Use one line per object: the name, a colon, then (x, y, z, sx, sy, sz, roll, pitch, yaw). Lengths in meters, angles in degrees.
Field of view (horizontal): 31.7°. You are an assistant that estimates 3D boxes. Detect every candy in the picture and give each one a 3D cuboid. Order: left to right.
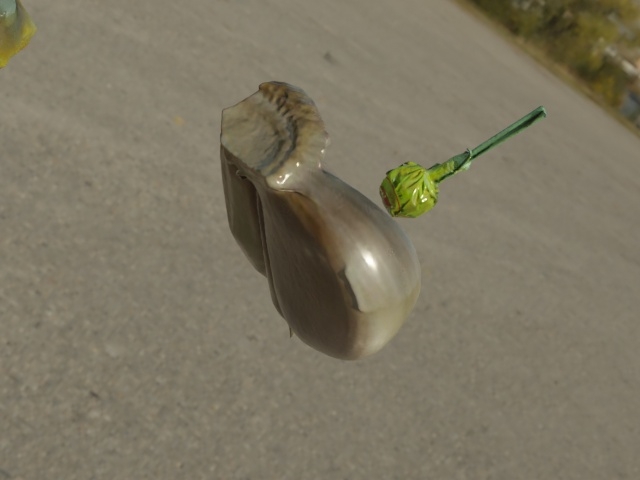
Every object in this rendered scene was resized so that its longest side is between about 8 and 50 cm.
candy: (0.196, -0.111, 1.556, 0.077, 0.262, 0.073, 27, 38, -50)

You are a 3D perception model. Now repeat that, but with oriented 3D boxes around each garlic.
garlic: (-0.002, 0.000, 1.216, 0.279, 0.132, 0.325, 46, -18, 45)

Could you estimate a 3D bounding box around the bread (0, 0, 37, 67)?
bread: (-0.424, -0.296, 1.311, 0.233, 0.088, 0.160, 50, 28, -29)
